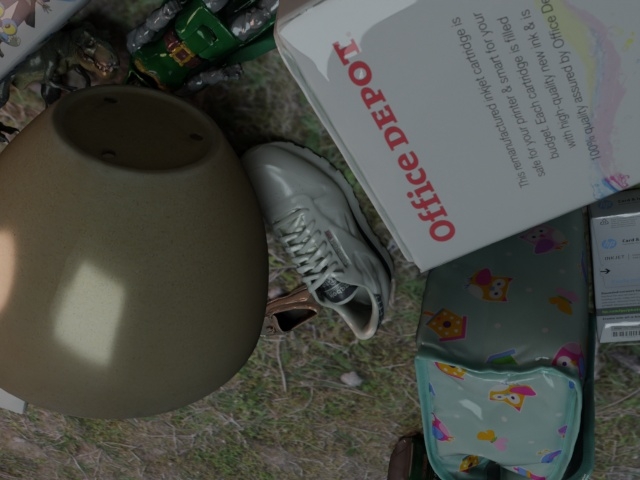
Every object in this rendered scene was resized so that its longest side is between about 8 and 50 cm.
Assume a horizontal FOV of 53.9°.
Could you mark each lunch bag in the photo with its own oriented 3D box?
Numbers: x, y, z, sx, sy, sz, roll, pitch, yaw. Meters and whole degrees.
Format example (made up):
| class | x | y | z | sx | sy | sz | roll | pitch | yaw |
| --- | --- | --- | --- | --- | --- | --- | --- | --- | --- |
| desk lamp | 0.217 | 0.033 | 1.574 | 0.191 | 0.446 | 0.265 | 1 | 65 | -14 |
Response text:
| class | x | y | z | sx | sy | sz | roll | pitch | yaw |
| --- | --- | --- | --- | --- | --- | --- | --- | --- | --- |
| lunch bag | 0.188 | 0.117 | 0.624 | 0.160 | 0.223 | 0.262 | 2 | 133 | 22 |

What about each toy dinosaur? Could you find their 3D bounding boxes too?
| class | x | y | z | sx | sy | sz | roll | pitch | yaw |
| --- | --- | --- | --- | --- | --- | --- | --- | --- | --- |
| toy dinosaur | -0.292 | -0.152 | 0.603 | 0.268 | 0.064 | 0.118 | 5 | 128 | 14 |

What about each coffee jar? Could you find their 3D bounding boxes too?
| class | x | y | z | sx | sy | sz | roll | pitch | yaw |
| --- | --- | --- | --- | --- | --- | --- | --- | --- | --- |
| coffee jar | 0.196 | 0.372 | 0.948 | 0.184 | 0.096 | 0.079 | 25 | 135 | -11 |

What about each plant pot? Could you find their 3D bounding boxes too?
| class | x | y | z | sx | sy | sz | roll | pitch | yaw |
| --- | --- | --- | --- | --- | --- | --- | --- | --- | --- |
| plant pot | -0.167 | -0.021 | 0.550 | 0.284 | 0.284 | 0.191 | 18 | 127 | -4 |

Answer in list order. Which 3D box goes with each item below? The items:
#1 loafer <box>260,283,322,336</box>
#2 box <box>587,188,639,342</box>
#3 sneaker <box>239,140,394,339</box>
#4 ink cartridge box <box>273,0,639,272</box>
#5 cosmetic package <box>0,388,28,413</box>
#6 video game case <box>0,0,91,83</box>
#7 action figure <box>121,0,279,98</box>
| class | x | y | z | sx | sy | sz | roll | pitch | yaw |
| --- | --- | --- | --- | --- | --- | --- | --- | --- | --- |
| loafer | -0.042 | 0.094 | 0.782 | 0.045 | 0.039 | 0.125 | 38 | 129 | -22 |
| box | 0.350 | 0.027 | 0.632 | 0.145 | 0.038 | 0.186 | -8 | 131 | 19 |
| sneaker | 0.000 | 0.000 | 0.649 | 0.090 | 0.095 | 0.235 | -25 | 120 | 33 |
| ink cartridge box | 0.153 | -0.143 | 0.423 | 0.306 | 0.131 | 0.226 | -22 | 125 | 17 |
| cosmetic package | -0.404 | 0.138 | 0.866 | 0.060 | 0.099 | 0.239 | 24 | 133 | -9 |
| video game case | -0.340 | -0.267 | 0.461 | 0.300 | 0.036 | 0.329 | -19 | 115 | 37 |
| action figure | -0.095 | -0.179 | 0.532 | 0.232 | 0.063 | 0.137 | -25 | 126 | 35 |
